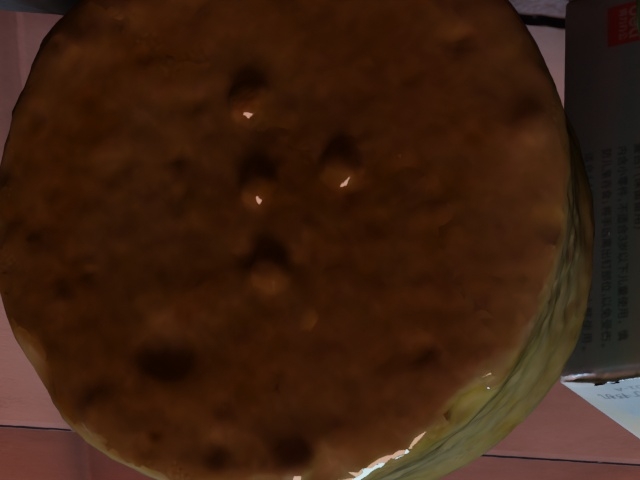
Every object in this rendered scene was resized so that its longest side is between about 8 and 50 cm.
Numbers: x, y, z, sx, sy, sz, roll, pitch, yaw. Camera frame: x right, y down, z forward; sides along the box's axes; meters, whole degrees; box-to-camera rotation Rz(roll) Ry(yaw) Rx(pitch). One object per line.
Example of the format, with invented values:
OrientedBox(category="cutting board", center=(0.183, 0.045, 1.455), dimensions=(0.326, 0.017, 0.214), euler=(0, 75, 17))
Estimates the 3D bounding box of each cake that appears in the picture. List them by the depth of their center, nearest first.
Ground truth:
OrientedBox(category="cake", center=(0.009, 0.000, 0.766), dimensions=(0.332, 0.333, 0.321), euler=(-6, 169, 16))

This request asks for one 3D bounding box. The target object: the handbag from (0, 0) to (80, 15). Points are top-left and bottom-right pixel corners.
OrientedBox(category="handbag", center=(-0.216, -0.201, 0.677), dimensions=(0.332, 0.075, 0.192), euler=(10, 150, -11))

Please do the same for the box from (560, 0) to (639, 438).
OrientedBox(category="box", center=(0.209, -0.021, 0.788), dimensions=(0.079, 0.269, 0.135), euler=(-11, 150, 33))

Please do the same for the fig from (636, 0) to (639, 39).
OrientedBox(category="fig", center=(0.310, -0.118, 0.574), dimensions=(0.316, 0.316, 0.316), euler=(1, 154, 1))
